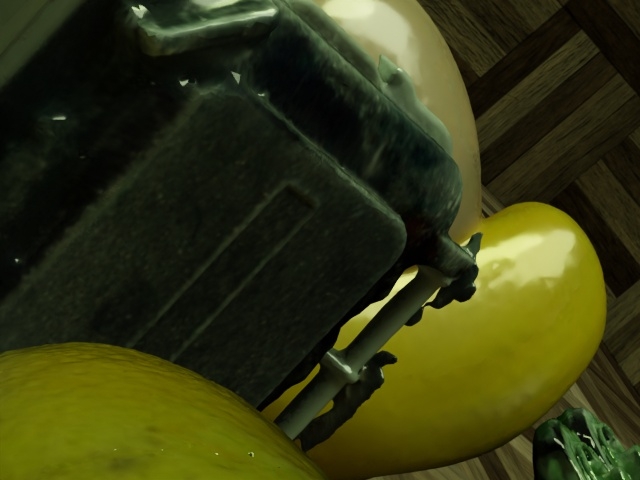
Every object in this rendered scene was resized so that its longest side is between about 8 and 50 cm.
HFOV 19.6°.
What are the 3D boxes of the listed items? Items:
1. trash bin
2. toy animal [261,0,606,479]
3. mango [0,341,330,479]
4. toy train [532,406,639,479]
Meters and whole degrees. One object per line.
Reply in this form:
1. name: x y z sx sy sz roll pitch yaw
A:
1. trash bin: -0.128 -0.069 0.911 0.296 0.256 0.367 35 9 -48
2. toy animal: -0.018 0.010 1.177 0.345 0.277 0.247 55 -20 -14
3. mango: -0.043 0.145 0.580 0.253 0.182 0.365 54 5 -15
4. toy train: 0.167 0.247 1.176 0.249 0.173 0.307 57 11 8
